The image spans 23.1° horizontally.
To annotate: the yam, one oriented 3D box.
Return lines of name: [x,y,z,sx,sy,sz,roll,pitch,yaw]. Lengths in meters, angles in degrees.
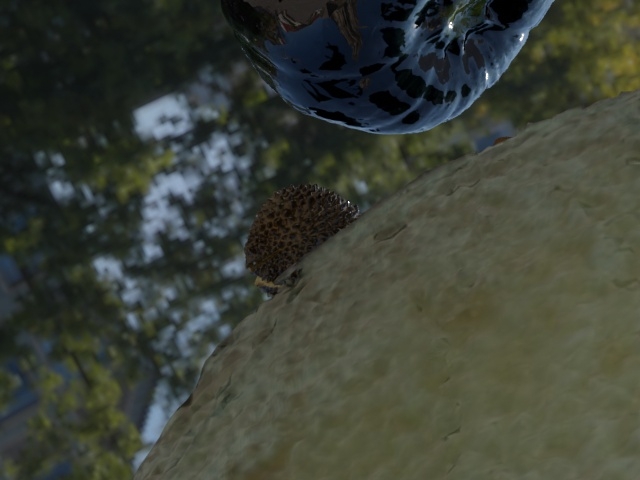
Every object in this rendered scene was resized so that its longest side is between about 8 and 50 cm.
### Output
yam: [0.095,0.157,0.462,0.241,0.348,0.241,-20,-157,9]

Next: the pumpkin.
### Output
pumpkin: [0.058,-0.248,1.335,0.315,0.315,0.238,-32,-135,-18]

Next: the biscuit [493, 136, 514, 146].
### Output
biscuit: [0.307,-0.007,1.268,0.052,0.354,0.275,-68,-153,10]

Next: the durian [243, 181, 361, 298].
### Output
durian: [0.001,0.003,1.453,0.140,0.111,0.071,-23,-150,-35]
